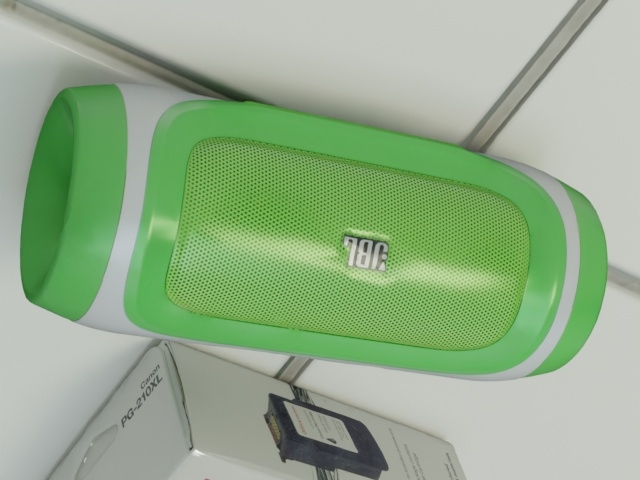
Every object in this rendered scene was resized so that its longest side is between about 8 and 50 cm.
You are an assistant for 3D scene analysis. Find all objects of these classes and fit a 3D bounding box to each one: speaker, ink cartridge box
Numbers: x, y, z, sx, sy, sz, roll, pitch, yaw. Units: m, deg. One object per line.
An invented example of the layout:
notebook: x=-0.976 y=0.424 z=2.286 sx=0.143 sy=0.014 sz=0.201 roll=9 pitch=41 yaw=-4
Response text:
speaker: x=0.000 y=0.000 z=0.751 sx=0.297 sy=0.131 sz=0.131 roll=9 pitch=125 yaw=-23
ink cartridge box: x=-0.040 y=0.184 z=0.905 sx=0.237 sy=0.100 sz=0.172 roll=24 pitch=118 yaw=-31
